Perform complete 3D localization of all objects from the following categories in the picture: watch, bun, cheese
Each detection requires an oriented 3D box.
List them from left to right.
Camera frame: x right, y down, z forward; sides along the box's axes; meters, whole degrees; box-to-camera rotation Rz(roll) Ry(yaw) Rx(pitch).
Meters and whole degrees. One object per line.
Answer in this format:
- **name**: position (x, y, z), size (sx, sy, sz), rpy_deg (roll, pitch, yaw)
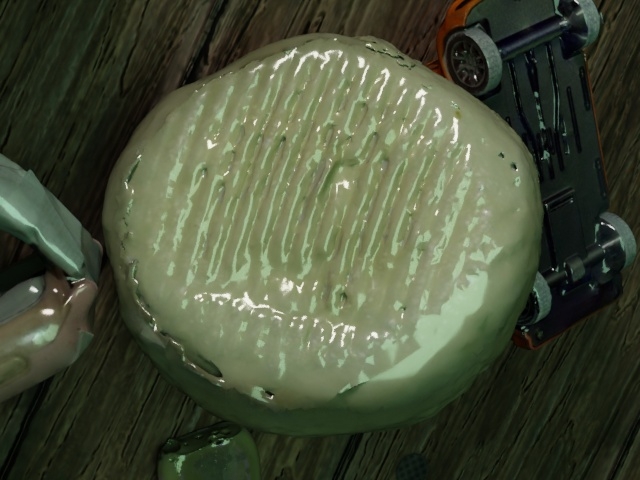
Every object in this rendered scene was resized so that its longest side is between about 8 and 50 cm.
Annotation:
- **watch**: position (-0.323, 0.012, 1.304), size (0.253, 0.162, 0.241), rpy_deg (-28, 109, 5)
- **cheese**: position (-0.090, 0.264, 1.540), size (0.097, 0.037, 0.192), rpy_deg (-19, 111, -17)
- **bun**: position (0.000, 0.000, 1.393), size (0.359, 0.211, 0.360), rpy_deg (0, 85, 5)

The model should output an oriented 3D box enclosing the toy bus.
- **toy bus**: position (0.172, -0.080, 1.500), size (0.143, 0.153, 0.329), rpy_deg (-27, 115, -30)
